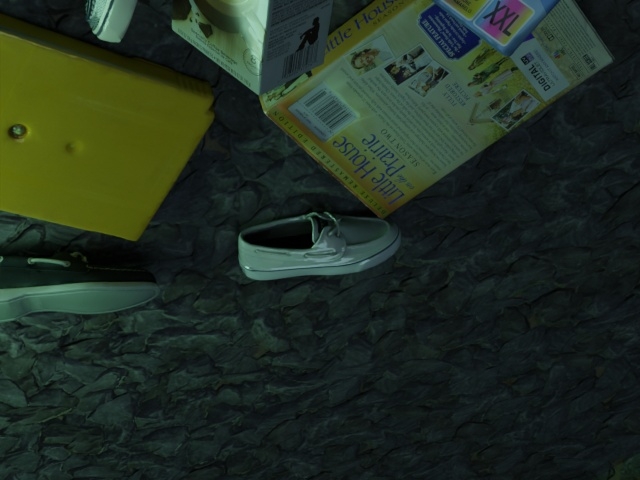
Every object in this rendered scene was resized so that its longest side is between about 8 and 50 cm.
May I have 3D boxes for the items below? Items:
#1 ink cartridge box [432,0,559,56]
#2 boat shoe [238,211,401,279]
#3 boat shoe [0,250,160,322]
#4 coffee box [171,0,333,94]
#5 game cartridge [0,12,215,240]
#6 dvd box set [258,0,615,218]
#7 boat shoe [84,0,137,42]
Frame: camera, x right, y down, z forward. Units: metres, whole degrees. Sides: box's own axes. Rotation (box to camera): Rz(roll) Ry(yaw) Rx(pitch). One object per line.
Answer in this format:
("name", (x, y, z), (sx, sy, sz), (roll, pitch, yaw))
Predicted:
("ink cartridge box", (0.239, -0.448, 1.285), (0.270, 0.151, 0.395), (33, 118, -16))
("boat shoe", (0.000, 0.000, 1.755), (0.258, 0.095, 0.084), (-13, 141, -7))
("boat shoe", (-0.392, 0.057, 1.688), (0.302, 0.091, 0.114), (-2, 154, -19))
("coffee box", (-0.072, -0.342, 1.300), (0.119, 0.168, 0.297), (-33, 149, -34))
("game cartridge", (-0.336, -0.141, 1.541), (0.323, 0.053, 0.285), (14, 128, -33))
("dvd box set", (0.166, -0.232, 1.597), (0.420, 0.062, 0.307), (-35, 134, 17))
("boat shoe", (-0.265, -0.389, 1.265), (0.158, 0.127, 0.341), (7, 123, -18))
